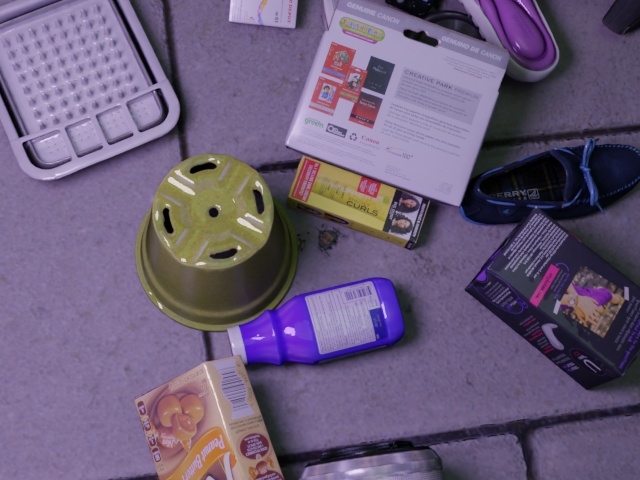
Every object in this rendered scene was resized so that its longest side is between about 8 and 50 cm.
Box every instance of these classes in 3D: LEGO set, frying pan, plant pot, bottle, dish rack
[{"bbox_3d":[-0.001,-0.002,1.696,0.083,0.023,0.054,10,83,-11],"label":"LEGO set"},{"bbox_3d":[0.287,-0.370,1.816,0.326,0.053,0.197,-35,82,-10],"label":"frying pan"},{"bbox_3d":[-0.166,-0.013,1.568,0.276,0.254,0.276,1,74,-4],"label":"plant pot"},{"bbox_3d":[-0.009,0.143,1.621,0.282,0.092,0.118,-14,76,-8],"label":"bottle"},{"bbox_3d":[-0.422,-0.277,1.713,0.285,0.072,0.333,-24,78,-10],"label":"dish rack"}]

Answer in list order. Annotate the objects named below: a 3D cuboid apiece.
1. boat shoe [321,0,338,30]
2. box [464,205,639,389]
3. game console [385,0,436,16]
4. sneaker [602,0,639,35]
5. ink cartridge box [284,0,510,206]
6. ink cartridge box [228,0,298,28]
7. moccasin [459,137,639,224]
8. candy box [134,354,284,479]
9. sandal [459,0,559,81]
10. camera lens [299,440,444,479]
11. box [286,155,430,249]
[{"bbox_3d":[0.045,-0.365,1.787,0.063,0.066,0.184,-9,66,-6],"label":"boat shoe"},{"bbox_3d":[0.399,0.098,1.631,0.270,0.165,0.143,40,74,6],"label":"box"},{"bbox_3d":[0.172,-0.502,1.814,0.124,0.085,0.144,30,74,25],"label":"game console"},{"bbox_3d":[0.621,-0.447,1.855,0.222,0.118,0.083,-5,55,-35],"label":"sneaker"},{"bbox_3d":[0.129,-0.233,1.675,0.309,0.130,0.272,20,93,-1],"label":"ink cartridge box"},{"bbox_3d":[-0.100,-0.429,1.776,0.122,0.052,0.089,4,101,-6],"label":"ink cartridge box"},{"bbox_3d":[0.411,-0.093,1.710,0.342,0.117,0.138,-18,77,-10],"label":"moccasin"},{"bbox_3d":[-0.154,0.354,1.503,0.087,0.183,0.317,-4,69,-50],"label":"candy box"},{"bbox_3d":[0.314,-0.481,1.779,0.169,0.102,0.416,-29,82,-27],"label":"sandal"},{"bbox_3d":[0.089,0.446,1.481,0.219,0.219,0.274,-6,75,-7],"label":"camera lens"},{"bbox_3d":[0.064,-0.065,1.702,0.232,0.058,0.087,20,75,1],"label":"box"}]
